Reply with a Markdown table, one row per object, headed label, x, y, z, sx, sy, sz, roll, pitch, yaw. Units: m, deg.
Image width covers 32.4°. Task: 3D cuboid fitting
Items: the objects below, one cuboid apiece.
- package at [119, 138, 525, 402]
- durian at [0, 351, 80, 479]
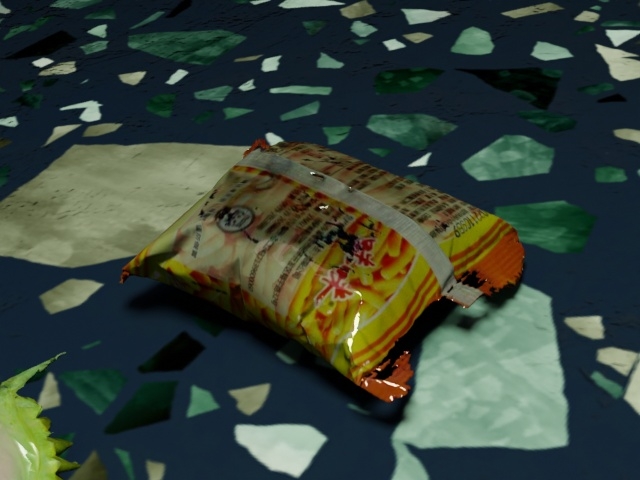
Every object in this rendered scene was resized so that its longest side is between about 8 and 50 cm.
| label | x | y | z | sx | sy | sz | roll | pitch | yaw |
| --- | --- | --- | --- | --- | --- | --- | --- | --- | --- |
| package | -0.003 | 0.004 | 0.872 | 0.288 | 0.108 | 0.223 | 18 | 43 | 30 |
| durian | -0.311 | 0.158 | 0.616 | 0.351 | 0.169 | 0.158 | 3 | 8 | -25 |
